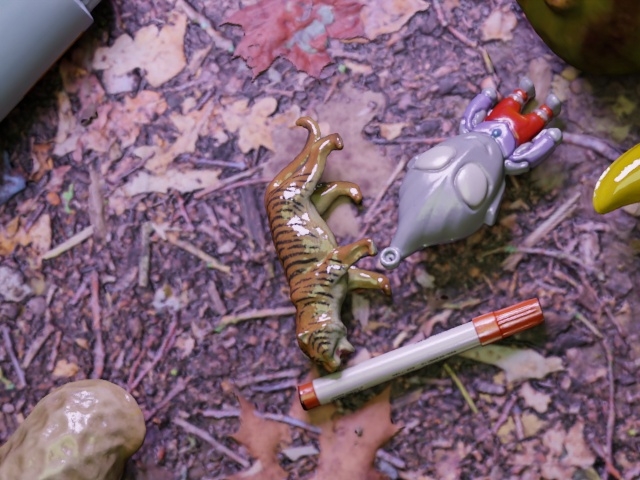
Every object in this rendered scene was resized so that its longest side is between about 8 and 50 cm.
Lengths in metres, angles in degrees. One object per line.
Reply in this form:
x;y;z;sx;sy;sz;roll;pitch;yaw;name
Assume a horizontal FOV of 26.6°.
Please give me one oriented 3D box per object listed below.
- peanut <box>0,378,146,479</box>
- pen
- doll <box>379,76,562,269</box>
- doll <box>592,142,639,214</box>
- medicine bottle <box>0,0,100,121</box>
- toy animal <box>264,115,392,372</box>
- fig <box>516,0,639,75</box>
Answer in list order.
-0.290;0.233;1.232;0.298;0.120;0.136;-33;83;-1;peanut
0.092;0.105;1.247;0.239;0.028;0.028;-21;79;4;pen
0.133;-0.057;1.247;0.227;0.075;0.102;-44;61;-12;doll
0.364;0.003;1.186;0.252;0.111;0.237;-24;80;-6;doll
-0.342;-0.189;1.286;0.158;0.158;0.318;43;89;12;medicine bottle
0.000;0.000;1.260;0.099;0.057;0.241;-19;77;4;toy animal
0.286;-0.262;1.210;0.225;0.203;0.203;-36;77;-24;fig
